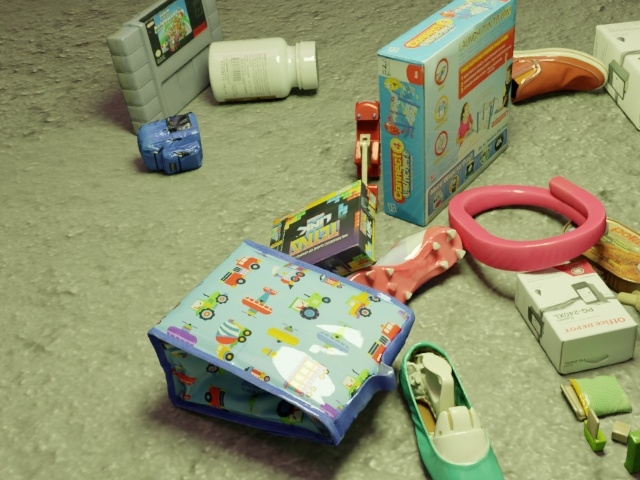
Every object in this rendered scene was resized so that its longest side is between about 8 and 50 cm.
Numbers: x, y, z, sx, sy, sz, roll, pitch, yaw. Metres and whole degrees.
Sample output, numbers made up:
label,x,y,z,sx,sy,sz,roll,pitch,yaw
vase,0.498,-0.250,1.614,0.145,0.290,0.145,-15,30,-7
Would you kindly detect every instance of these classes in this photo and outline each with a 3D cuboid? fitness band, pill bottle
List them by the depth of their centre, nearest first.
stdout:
label,x,y,z,sx,sy,sz,roll,pitch,yaw
fitness band,0.317,-0.031,1.280,0.209,0.054,0.291,-16,22,-5
pill bottle,-0.121,-0.376,1.795,0.229,0.131,0.131,-3,36,4

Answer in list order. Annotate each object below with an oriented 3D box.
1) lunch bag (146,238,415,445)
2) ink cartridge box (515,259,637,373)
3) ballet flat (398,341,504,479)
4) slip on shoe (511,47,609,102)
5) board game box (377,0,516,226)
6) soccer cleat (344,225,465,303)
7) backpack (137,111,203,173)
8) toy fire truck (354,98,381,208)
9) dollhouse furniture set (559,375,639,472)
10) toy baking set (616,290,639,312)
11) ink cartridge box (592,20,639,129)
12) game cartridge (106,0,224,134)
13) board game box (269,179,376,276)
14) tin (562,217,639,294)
label,x,y,z,sx,sy,sz,roll,pitch,yaw
lunch bag,-0.032,0.134,1.066,0.293,0.138,0.221,12,40,30
ink cartridge box,0.349,0.102,1.133,0.109,0.063,0.150,-11,36,-7
ballet flat,0.151,0.213,0.991,0.083,0.087,0.247,-12,37,-9
slip on shoe,0.422,-0.331,1.695,0.331,0.123,0.101,3,69,4
board game box,0.221,-0.232,1.406,0.086,0.302,0.308,21,43,32
soccer cleat,0.108,0.051,1.242,0.248,0.083,0.095,-31,12,-22
backpack,-0.291,-0.184,1.587,0.120,0.098,0.101,-11,56,-10
toy fire truck,0.082,-0.156,1.463,0.047,0.192,0.135,0,8,7
dollhouse furniture set,0.354,0.204,0.998,0.076,0.058,0.151,-10,36,-6
toy baking set,0.524,0.084,1.065,0.197,0.030,0.256,-3,7,-21
ink cartridge box,0.688,-0.340,1.645,0.198,0.115,0.273,-6,36,-1
game cartridge,-0.316,-0.409,1.786,0.068,0.230,0.355,11,40,21
board game box,0.000,0.000,1.240,0.170,0.048,0.141,-25,37,26
tin,0.453,0.023,1.251,0.106,0.040,0.190,-26,40,-19
